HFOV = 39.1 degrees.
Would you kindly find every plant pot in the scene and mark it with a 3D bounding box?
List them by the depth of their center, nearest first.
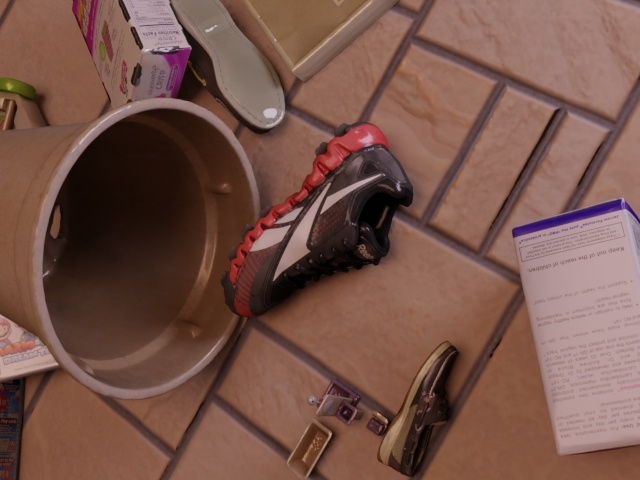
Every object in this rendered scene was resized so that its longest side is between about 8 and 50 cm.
[{"bbox_3d":[-0.293,-0.010,1.072,0.305,0.334,0.334,10,84,35],"label":"plant pot"}]

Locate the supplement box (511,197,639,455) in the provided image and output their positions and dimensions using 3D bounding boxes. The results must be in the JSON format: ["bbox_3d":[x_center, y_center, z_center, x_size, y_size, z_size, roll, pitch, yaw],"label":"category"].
[{"bbox_3d":[0.269,0.088,0.861,0.114,0.111,0.220,-17,71,24],"label":"supplement box"}]

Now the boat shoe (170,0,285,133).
[{"bbox_3d":[-0.123,-0.225,1.164,0.228,0.081,0.069,57,150,13],"label":"boat shoe"}]

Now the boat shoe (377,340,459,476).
[{"bbox_3d":[0.115,0.180,0.959,0.049,0.056,0.152,30,103,25],"label":"boat shoe"}]

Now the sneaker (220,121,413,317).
[{"bbox_3d":[0.000,0.000,1.030,0.276,0.097,0.135,-48,60,9],"label":"sneaker"}]

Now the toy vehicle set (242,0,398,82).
[{"bbox_3d":[0.031,-0.345,1.127,0.267,0.035,0.166,-39,64,15],"label":"toy vehicle set"}]

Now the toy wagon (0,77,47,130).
[{"bbox_3d":[-0.491,-0.107,1.333,0.344,0.068,0.267,11,84,29],"label":"toy wagon"}]

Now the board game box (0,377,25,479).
[{"bbox_3d":[-0.489,0.240,1.259,0.194,0.060,0.194,9,82,29],"label":"board game box"}]

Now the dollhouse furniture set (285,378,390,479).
[{"bbox_3d":[0.004,0.221,0.989,0.091,0.081,0.114,32,95,30],"label":"dollhouse furniture set"}]

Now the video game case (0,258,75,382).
[{"bbox_3d":[-0.379,0.107,1.220,0.157,0.019,0.143,-14,71,0],"label":"video game case"}]

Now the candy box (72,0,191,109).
[{"bbox_3d":[-0.257,-0.284,1.202,0.233,0.071,0.159,65,149,23],"label":"candy box"}]
